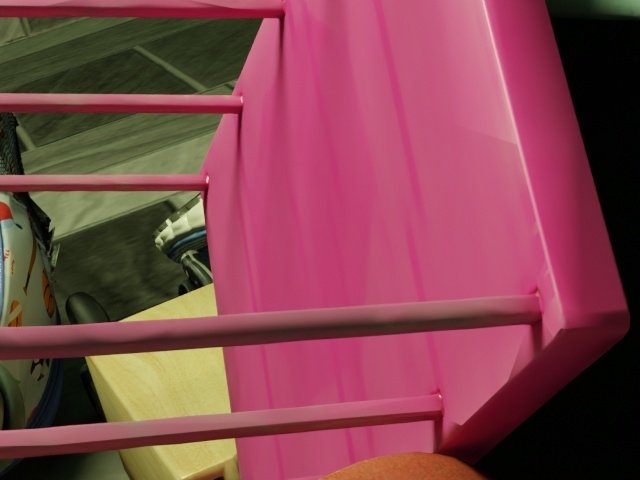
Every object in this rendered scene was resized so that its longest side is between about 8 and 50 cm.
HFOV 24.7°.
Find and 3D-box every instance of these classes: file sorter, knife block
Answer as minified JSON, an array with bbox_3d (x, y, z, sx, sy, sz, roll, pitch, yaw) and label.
[{"bbox_3d":[-0.067,-0.003,0.475,0.182,0.202,0.290,-1,-26,-19],"label":"file sorter"},{"bbox_3d":[-0.079,0.090,0.775,0.242,0.088,0.275,-7,21,28],"label":"knife block"}]

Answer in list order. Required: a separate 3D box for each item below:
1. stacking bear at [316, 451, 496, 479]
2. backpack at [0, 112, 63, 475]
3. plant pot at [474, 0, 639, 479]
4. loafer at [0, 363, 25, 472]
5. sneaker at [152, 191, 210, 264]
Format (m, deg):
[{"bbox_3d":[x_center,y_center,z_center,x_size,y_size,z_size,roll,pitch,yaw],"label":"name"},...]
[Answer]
[{"bbox_3d":[0.089,0.173,0.301,0.289,0.175,0.164,26,78,47],"label":"stacking bear"},{"bbox_3d":[-0.275,0.037,0.856,0.276,0.213,0.263,-23,53,5],"label":"backpack"},{"bbox_3d":[0.168,0.026,0.537,0.252,0.248,0.247,-7,12,-28],"label":"plant pot"},{"bbox_3d":[-0.278,0.108,0.691,0.267,0.096,0.084,-20,-17,2],"label":"loafer"},{"bbox_3d":[0.000,0.000,0.930,0.130,0.147,0.330,-43,9,-20],"label":"sneaker"}]
